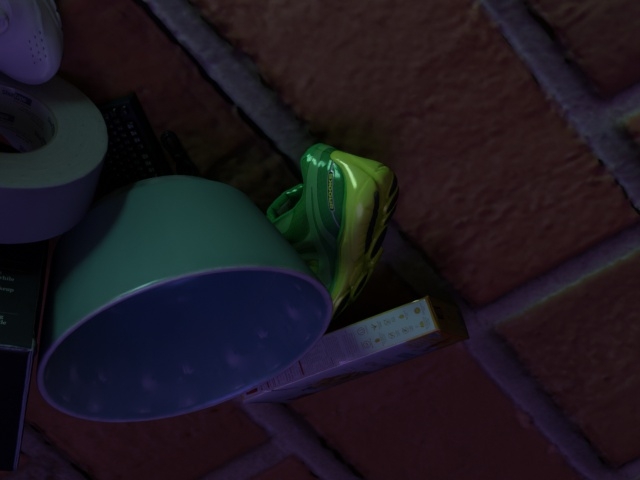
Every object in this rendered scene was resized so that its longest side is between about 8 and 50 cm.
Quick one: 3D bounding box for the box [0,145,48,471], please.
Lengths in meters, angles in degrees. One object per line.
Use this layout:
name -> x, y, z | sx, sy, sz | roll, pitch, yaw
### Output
box -> -0.453, 0.047, 1.648 | 0.343, 0.312, 0.179 | 8, 129, -9

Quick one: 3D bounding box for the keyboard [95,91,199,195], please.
keyboard -> -0.190, -0.078, 1.748 | 0.108, 0.023, 0.180 | -15, 130, 9

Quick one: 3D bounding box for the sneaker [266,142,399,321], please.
sneaker -> 0.000, 0.000, 1.789 | 0.123, 0.109, 0.295 | 35, 138, 14

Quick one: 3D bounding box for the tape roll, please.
tape roll -> -0.322, -0.094, 1.599 | 0.219, 0.219, 0.072 | 13, 126, -14

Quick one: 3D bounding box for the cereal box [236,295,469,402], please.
cereal box -> 0.038, 0.129, 1.856 | 0.240, 0.047, 0.173 | -22, 169, 14

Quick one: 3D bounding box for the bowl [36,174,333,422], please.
bowl -> -0.159, 0.046, 1.697 | 0.312, 0.163, 0.311 | -16, 152, -9

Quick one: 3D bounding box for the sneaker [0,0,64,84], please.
sneaker -> -0.355, -0.243, 1.533 | 0.111, 0.129, 0.297 | -31, 126, 18
